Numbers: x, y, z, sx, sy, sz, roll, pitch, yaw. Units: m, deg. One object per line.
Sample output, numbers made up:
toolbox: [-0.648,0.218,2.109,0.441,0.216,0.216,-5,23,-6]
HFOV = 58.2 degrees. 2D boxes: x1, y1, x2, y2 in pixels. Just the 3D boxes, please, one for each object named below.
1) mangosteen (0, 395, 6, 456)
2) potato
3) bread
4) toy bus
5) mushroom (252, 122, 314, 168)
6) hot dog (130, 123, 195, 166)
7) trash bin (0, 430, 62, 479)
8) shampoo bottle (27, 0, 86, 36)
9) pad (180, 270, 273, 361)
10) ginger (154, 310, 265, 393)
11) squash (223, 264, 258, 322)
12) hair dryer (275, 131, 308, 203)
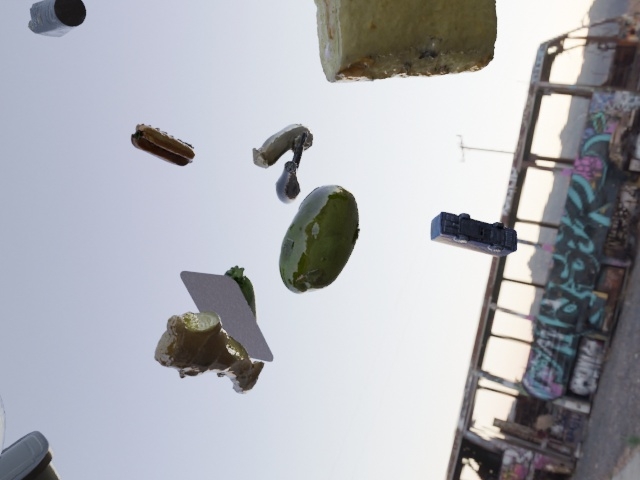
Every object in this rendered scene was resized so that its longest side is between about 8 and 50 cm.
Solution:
mangosteen: [-0.558,0.266,0.674,0.306,0.305,0.360,65,-142,-53]
potato: [0.000,0.000,1.232,0.186,0.148,0.253,89,-154,-80]
bread: [0.176,-0.450,1.192,0.375,0.165,0.237,-9,-84,-21]
toy bus: [0.414,-0.017,1.559,0.094,0.236,0.079,150,131,-68]
mushroom: [-0.105,-0.285,1.694,0.096,0.099,0.278,-41,0,37]
hot dog: [-0.388,-0.237,1.419,0.188,0.072,0.055,25,-133,-48]
trash bin: [-0.607,0.562,1.181,0.219,0.219,0.250,-35,-65,-30]
shampoo bottle: [-0.493,-0.412,1.066,0.063,0.207,0.057,-9,-75,-40]
pad: [-0.212,0.176,1.312,0.002,0.176,0.266,-52,-46,-40]
ginger: [-0.197,0.228,1.082,0.131,0.086,0.295,-45,-41,-11]
squash: [-0.210,0.188,1.454,0.395,0.107,0.107,101,-164,-54]
hair dryer: [-0.069,-0.224,1.608,0.195,0.075,0.219,106,179,-66]
